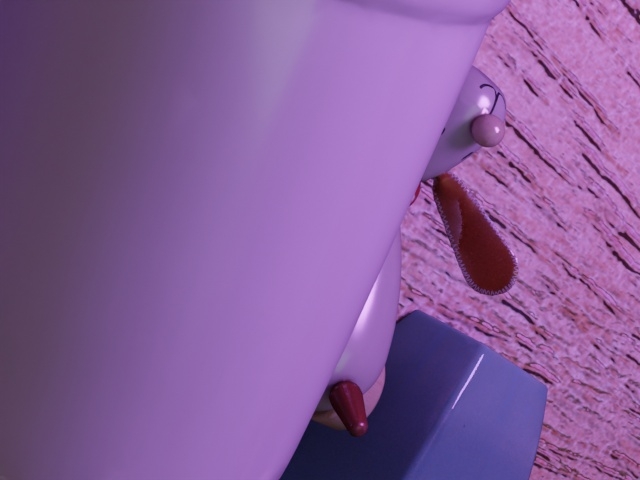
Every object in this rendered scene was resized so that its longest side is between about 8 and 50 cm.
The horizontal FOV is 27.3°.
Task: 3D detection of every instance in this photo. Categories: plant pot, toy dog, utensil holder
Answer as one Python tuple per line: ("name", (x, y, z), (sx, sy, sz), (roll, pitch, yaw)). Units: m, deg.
("plant pot", (0.090, 0.197, 1.202), (0.165, 0.165, 0.234), (33, 87, -38))
("toy dog", (0.050, 0.024, 1.059), (0.220, 0.161, 0.334), (4, 113, -32))
("utensil holder", (-0.093, -0.063, 0.848), (0.327, 0.327, 0.385), (8, 114, -32))
